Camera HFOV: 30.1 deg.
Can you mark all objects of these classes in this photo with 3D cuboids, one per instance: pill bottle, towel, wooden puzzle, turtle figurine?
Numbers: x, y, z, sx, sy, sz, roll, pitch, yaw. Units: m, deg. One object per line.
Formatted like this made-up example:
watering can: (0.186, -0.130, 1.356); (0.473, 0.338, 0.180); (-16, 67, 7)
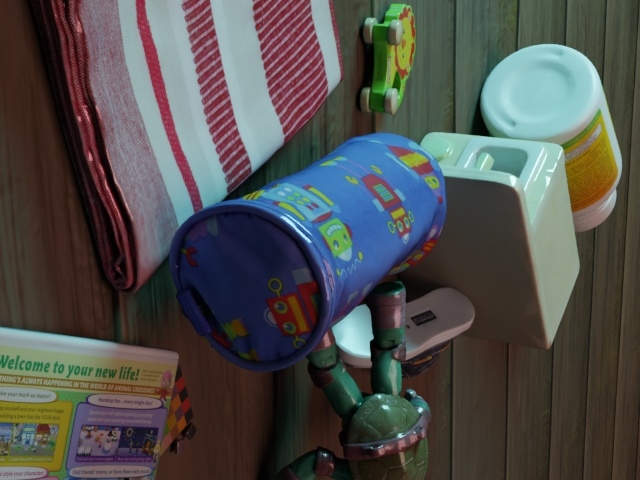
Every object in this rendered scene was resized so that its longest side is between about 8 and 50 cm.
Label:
pill bottle: (0.284, -0.110, 1.420); (0.246, 0.136, 0.136); (53, 51, -54)
towel: (-0.071, -0.146, 0.838); (0.329, 0.037, 0.237); (-49, 139, -47)
wooden puzzle: (-0.112, 0.124, 0.862); (0.049, 0.006, 0.083); (-48, 137, -47)
turtle figurine: (0.041, 0.161, 1.015); (0.175, 0.118, 0.234); (-17, 102, -38)

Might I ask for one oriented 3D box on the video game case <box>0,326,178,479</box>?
video game case: (-0.172, 0.154, 0.731); (0.212, 0.023, 0.194); (18, 81, -60)

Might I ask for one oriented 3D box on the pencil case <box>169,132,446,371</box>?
pencil case: (0.000, 0.000, 0.897); (0.119, 0.133, 0.306); (59, 25, 0)

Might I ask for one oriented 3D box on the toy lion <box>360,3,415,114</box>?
toy lion: (0.068, -0.170, 1.109); (0.096, 0.034, 0.100); (-23, 117, -68)

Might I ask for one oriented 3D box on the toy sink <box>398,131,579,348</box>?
toy sink: (0.162, -0.023, 1.195); (0.131, 0.152, 0.234); (-61, 145, -36)

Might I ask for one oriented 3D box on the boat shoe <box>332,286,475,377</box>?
boat shoe: (0.069, 0.104, 1.146); (0.183, 0.065, 0.083); (-11, 144, -41)
